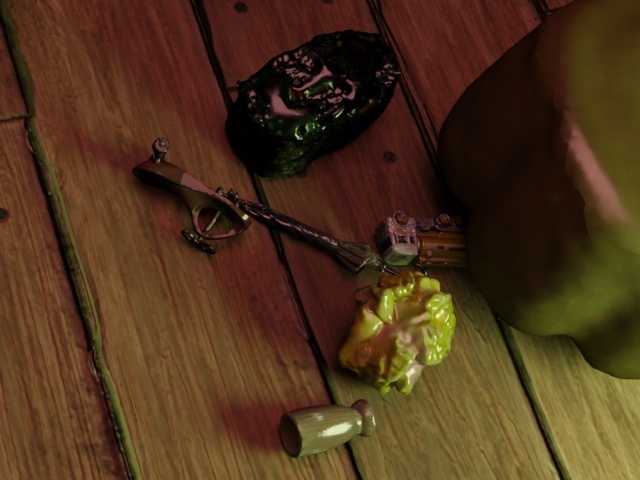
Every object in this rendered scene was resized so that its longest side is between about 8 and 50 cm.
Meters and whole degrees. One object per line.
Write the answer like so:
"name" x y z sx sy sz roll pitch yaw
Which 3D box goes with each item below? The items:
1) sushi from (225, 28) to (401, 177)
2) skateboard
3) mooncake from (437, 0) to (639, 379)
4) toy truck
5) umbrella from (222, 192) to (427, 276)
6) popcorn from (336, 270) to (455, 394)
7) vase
"sushi" -0.008 -0.177 1.773 0.225 0.127 0.124 -29 74 -28
"skateboard" -0.154 -0.047 1.692 0.151 0.067 0.080 33 72 -1
"mooncake" 0.381 -0.073 1.752 0.467 0.262 0.467 16 53 -22
"toy truck" 0.131 0.002 1.765 0.123 0.052 0.063 1 68 -20
"umbrella" -0.001 0.005 1.732 0.269 0.044 0.044 21 28 3
"popcorn" 0.089 0.103 1.653 0.126 0.126 0.145 25 81 5
"vase" 0.009 0.207 1.609 0.100 0.053 0.053 -10 66 -27
